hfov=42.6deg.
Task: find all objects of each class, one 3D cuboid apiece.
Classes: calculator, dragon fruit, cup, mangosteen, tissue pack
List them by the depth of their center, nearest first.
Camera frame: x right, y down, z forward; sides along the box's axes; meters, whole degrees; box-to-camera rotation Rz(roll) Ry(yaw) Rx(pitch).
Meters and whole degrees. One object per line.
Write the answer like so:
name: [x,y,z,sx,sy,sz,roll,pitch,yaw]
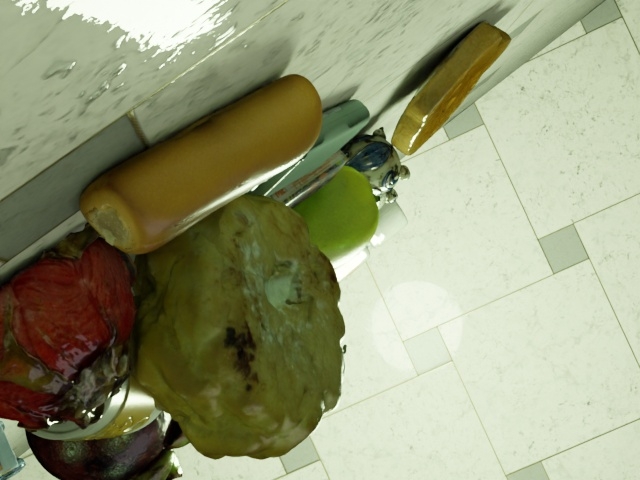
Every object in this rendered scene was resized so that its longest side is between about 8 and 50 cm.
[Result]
dragon fruit: [-0.255,0.111,0.803,0.223,0.148,0.218,-38,177,-12]
calculator: [-0.022,-0.120,1.102,0.141,0.045,0.246,-39,178,37]
cup: [-0.292,0.177,1.133,0.241,0.185,0.226,-22,173,4]
tissue pack: [-0.040,-0.090,1.283,0.148,0.060,0.108,-38,177,-26]
mangosteen: [-0.374,0.316,1.469,0.300,0.300,0.300,-38,178,-2]

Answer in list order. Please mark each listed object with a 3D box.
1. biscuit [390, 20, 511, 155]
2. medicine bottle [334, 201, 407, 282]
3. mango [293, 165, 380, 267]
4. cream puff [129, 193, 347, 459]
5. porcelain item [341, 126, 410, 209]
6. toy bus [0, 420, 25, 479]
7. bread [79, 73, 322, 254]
biscuit: [0.234,-0.284,1.469,0.287,0.057,0.344,-47,174,-8]
medicine bottle: [0.000,0.000,1.888,0.371,0.211,0.211,-38,178,-2]
mango: [-0.016,-0.027,1.399,0.273,0.185,0.149,-36,155,-35]
cream puff: [-0.131,0.106,0.983,0.257,0.325,0.291,-20,153,33]
porcelain item: [0.064,-0.110,1.648,0.186,0.138,0.288,-33,175,-13]
toy bus: [-0.692,0.455,1.676,0.136,0.109,0.329,-26,172,-29]
bread: [-0.094,-0.066,0.718,0.239,0.074,0.092,-36,-178,-33]
